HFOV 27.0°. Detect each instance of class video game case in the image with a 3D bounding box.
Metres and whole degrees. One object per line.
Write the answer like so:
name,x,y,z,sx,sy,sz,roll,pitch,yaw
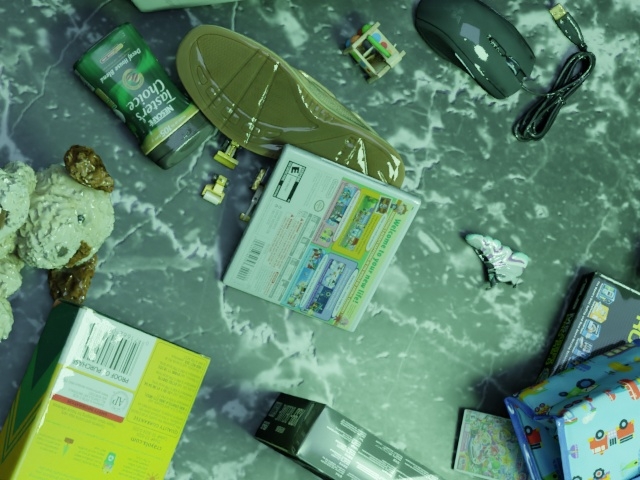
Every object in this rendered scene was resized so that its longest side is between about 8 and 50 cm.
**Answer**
video game case,0.246,0.285,1.812,0.122,0.011,0.087,11,91,25
video game case,0.000,0.000,1.748,0.193,0.023,0.212,21,112,-12

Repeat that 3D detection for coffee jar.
coffee jar,-0.226,-0.184,1.721,0.096,0.079,0.184,-42,98,-12

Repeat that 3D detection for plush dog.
plush dog,-0.365,-0.021,1.640,0.225,0.210,0.262,-3,130,-27

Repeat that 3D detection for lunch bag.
lunch bag,0.397,0.311,1.758,0.221,0.138,0.293,-21,105,-19

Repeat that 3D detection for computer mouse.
computer mouse,0.272,-0.283,1.862,0.262,0.060,0.184,45,79,-9

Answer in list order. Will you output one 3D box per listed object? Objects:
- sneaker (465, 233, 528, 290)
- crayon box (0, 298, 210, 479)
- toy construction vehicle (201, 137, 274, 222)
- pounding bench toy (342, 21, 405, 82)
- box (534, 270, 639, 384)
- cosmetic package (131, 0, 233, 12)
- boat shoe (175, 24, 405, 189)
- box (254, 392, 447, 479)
sneaker,0.237,0.035,1.849,0.098,0.038,0.069,24,81,-12
crayon box,-0.289,0.254,1.649,0.202,0.081,0.318,27,80,-35
toy construction vehicle,-0.106,-0.085,1.769,0.086,0.035,0.098,32,80,-11
pounding bench toy,0.074,-0.259,1.798,0.052,0.083,0.065,-44,99,-12
box,0.418,0.207,1.862,0.216,0.060,0.270,27,81,-3
cosmetic package,-0.073,-0.482,1.605,0.394,0.329,0.327,-7,89,1
boat shoe,-0.044,-0.163,1.753,0.341,0.110,0.121,36,101,-14
box,0.084,0.307,1.694,0.307,0.242,0.076,33,80,-11
